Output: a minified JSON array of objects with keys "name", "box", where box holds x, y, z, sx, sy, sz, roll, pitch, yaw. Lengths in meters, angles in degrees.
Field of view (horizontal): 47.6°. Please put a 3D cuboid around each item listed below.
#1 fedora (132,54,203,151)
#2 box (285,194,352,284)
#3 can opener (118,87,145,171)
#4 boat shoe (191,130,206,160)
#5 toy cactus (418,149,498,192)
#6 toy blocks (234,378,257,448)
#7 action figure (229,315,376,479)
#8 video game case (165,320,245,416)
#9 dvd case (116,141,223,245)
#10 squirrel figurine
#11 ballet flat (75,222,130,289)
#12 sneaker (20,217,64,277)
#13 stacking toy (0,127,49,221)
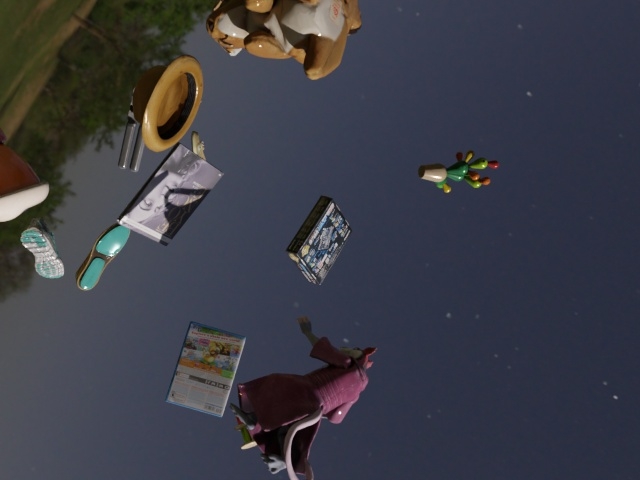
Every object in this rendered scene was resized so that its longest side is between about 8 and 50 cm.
[{"name":"fedora","box":[-0.301,-0.269,1.382,0.194,0.079,0.194,-56,162,-29]},{"name":"box","box":[0.000,0.000,2.242,0.051,0.175,0.220,16,-116,36]},{"name":"can opener","box":[-0.581,-0.363,2.313,0.095,0.076,0.283,-103,-150,-62]},{"name":"boat shoe","box":[-0.375,-0.269,2.279,0.056,0.048,0.153,-178,-102,-78]},{"name":"toy cactus","box":[0.344,-0.187,1.908,0.219,0.180,0.112,180,-89,-65]},{"name":"toy blocks","box":[-0.175,0.443,1.865,0.123,0.054,0.148,-32,-115,22]},{"name":"action figure","box":[-0.005,0.335,1.641,0.370,0.248,0.275,-28,-161,-25]},{"name":"video game case","box":[-0.232,0.260,1.471,0.015,0.119,0.166,125,-19,-79]},{"name":"dvd case","box":[-0.336,-0.100,1.642,0.221,0.164,0.018,-51,-124,3]},{"name":"squirrel figurine","box":[-0.105,-0.604,1.977,0.370,0.281,0.397,2,-153,30]},{"name":"ballet flat","box":[-0.635,0.033,2.089,0.232,0.080,0.073,-54,-141,1]},{"name":"sneaker","box":[-0.612,0.015,1.625,0.166,0.065,0.076,88,-2,-46]},{"name":"stacking toy","box":[-0.821,-0.246,1.534,0.350,0.480,0.350,-17,-169,3]}]
